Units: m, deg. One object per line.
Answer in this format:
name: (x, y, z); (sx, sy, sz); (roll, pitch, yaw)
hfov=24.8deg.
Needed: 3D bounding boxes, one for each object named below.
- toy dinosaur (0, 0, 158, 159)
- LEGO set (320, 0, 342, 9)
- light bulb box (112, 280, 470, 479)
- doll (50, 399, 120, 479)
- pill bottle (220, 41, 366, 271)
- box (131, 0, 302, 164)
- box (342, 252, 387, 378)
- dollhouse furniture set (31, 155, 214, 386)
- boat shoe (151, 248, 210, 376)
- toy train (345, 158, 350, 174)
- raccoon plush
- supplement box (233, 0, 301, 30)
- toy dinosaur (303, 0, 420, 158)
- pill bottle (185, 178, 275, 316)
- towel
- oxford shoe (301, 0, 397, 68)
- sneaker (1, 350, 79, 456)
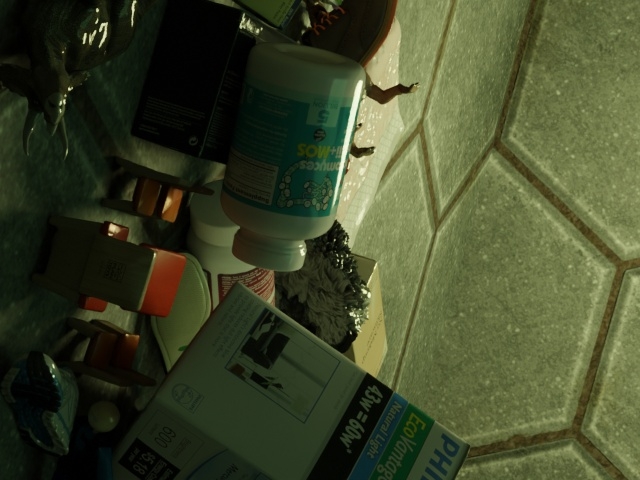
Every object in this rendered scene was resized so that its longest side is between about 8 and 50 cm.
toy dinosaur: (-0.239, -0.229, 1.478); (0.313, 0.121, 0.160); (-57, 169, -54)
LEGO set: (-0.003, -0.389, 2.035); (0.287, 0.107, 0.132); (-39, 142, -62)
light bulb box: (-0.072, 0.306, 1.831); (0.358, 0.361, 0.225); (-53, -177, 46)
doll: (-0.282, 0.270, 1.725); (0.046, 0.129, 0.189); (9, 116, -42)
pill bottle: (-0.040, -0.100, 1.780); (0.146, 0.146, 0.264); (-32, 136, -66)
box: (-0.121, -0.192, 1.852); (0.184, 0.103, 0.261); (-71, 163, 3)
box: (0.035, 0.159, 2.642); (0.311, 0.121, 0.148); (79, 31, -56)
dollhouse furniture set: (-0.216, 0.043, 1.708); (0.259, 0.135, 0.262); (21, 85, -73)
boat shoe: (-0.193, 0.108, 1.989); (0.079, 0.084, 0.233); (-118, -159, -56)
toy train: (-0.081, -0.120, 2.055); (0.105, 0.248, 0.143); (-2, 71, -47)
raccoon plush: (0.000, 0.000, 2.277); (0.299, 0.216, 0.446); (-47, 149, -72)
supplement box: (-0.067, -0.329, 1.873); (0.083, 0.083, 0.056); (-59, -155, 1)
toy dinosaur: (0.016, -0.237, 2.234); (0.127, 0.200, 0.295); (-25, 159, -38)
pill bottle: (-0.124, 0.030, 2.015); (0.221, 0.121, 0.121); (91, 23, -43)
towel: (0.071, -0.180, 2.564); (0.317, 0.053, 0.332); (81, 29, -55)
oxford shoe: (0.034, -0.295, 2.059); (0.271, 0.098, 0.097); (-69, -160, 6)
sneaker: (-0.312, 0.167, 1.660); (0.190, 0.071, 0.083); (97, 11, -55)
